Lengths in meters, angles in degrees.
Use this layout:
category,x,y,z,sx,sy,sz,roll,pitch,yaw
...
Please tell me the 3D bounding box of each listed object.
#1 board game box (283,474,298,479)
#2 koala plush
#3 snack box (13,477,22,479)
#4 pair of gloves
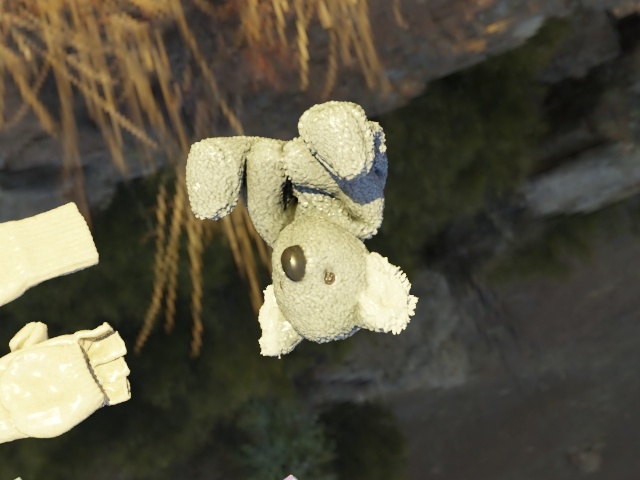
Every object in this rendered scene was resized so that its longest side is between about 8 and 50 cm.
category,x,y,z,sx,sy,sz,roll,pitch,yaw
board game box,0.062,0.385,1.282,0.078,0.233,0.347,-35,129,-7
koala plush,0.000,0.000,1.520,0.196,0.221,0.203,-16,168,20
snack box,-0.290,0.445,1.805,0.060,0.322,0.187,-38,-171,6
pair of gloves,-0.300,0.083,1.468,0.204,0.240,0.042,-15,155,-9
